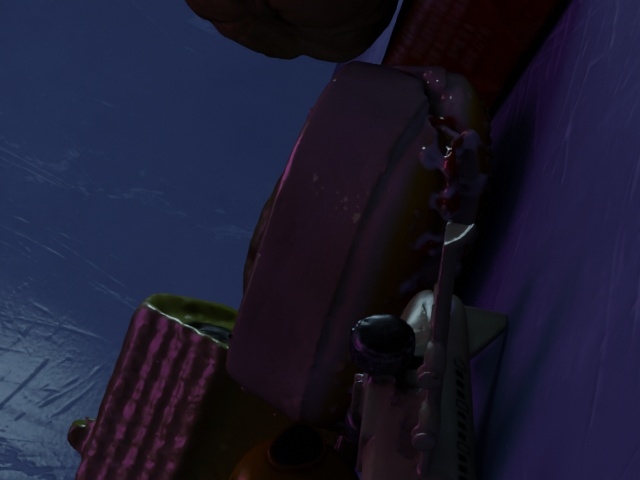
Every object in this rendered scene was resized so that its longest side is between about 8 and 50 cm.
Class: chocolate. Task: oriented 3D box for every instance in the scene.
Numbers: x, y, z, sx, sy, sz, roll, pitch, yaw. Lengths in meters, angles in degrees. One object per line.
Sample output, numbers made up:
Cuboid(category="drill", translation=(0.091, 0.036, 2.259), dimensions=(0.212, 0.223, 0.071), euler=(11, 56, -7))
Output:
Cuboid(category="chocolate", translation=(0.144, -0.243, 1.305), dimensions=(0.235, 0.108, 0.237), euler=(117, 172, -60))

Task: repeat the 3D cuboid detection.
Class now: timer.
Cuboid(category="timer", translation=(-0.021, 0.201, 1.174), dimensions=(0.109, 0.107, 0.107), euler=(121, 170, -51))

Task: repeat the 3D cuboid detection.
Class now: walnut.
Cuboid(category="walnut", translation=(-0.009, -0.279, 1.324), dimensions=(0.224, 0.257, 0.257), euler=(-17, 43, 43))

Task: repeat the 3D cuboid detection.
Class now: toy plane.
Cuboid(category="toy plane", translation=(0.053, 0.107, 0.894), dimensions=(0.244, 0.092, 0.229), euler=(-69, -12, -46))

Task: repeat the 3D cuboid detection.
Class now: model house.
Cuboid(category="model house", translation=(-0.094, 0.162, 1.375), dimensions=(0.175, 0.234, 0.193), euler=(-90, 21, -78))

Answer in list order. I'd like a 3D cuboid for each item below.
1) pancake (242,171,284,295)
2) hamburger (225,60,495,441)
Cuboid(category="pancake", translation=(0.000, 0.000, 1.558), dimensions=(0.242, 0.050, 0.242), euler=(-28, 52, 43))
Cuboid(category="hamburger", translation=(0.035, 0.007, 1.192), dimensions=(0.227, 0.151, 0.295), euler=(-66, -8, -63))
